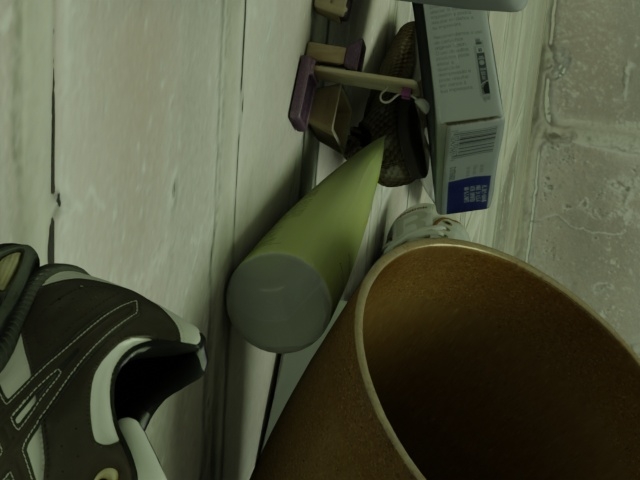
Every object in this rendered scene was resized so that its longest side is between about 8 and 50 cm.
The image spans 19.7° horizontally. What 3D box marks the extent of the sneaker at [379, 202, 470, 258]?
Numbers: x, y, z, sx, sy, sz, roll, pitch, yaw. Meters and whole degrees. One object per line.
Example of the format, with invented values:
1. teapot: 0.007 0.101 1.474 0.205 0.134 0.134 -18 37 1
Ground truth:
1. sneaker: 0.076 0.026 1.569 0.290 0.106 0.123 31 43 -77

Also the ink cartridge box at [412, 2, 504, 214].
1. ink cartridge box: 0.084 -0.151 1.231 0.223 0.045 0.224 76 6 -77

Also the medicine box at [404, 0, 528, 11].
1. medicine box: 0.036 -0.262 0.805 0.263 0.149 0.289 -4 103 -80

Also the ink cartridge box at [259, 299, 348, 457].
1. ink cartridge box: 0.061 0.118 1.255 0.128 0.176 0.127 46 57 -78

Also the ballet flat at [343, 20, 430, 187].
1. ballet flat: 0.056 -0.103 1.401 0.250 0.058 0.084 -74 147 -63

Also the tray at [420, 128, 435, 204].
1. tray: 0.127 -0.167 1.793 0.145 0.030 0.270 38 62 -80

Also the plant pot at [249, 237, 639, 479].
1. plant pot: 0.048 0.168 1.062 0.254 0.237 0.237 -48 -169 34

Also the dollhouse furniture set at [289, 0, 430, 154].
1. dollhouse furniture set: 0.036 -0.100 1.170 0.114 0.081 0.091 59 42 -76

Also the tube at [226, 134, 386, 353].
1. tube: 0.000 0.000 1.125 0.240 0.070 0.062 -59 132 -71

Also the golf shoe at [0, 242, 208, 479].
1. golf shoe: -0.095 0.091 0.566 0.077 0.094 0.198 86 18 -59
